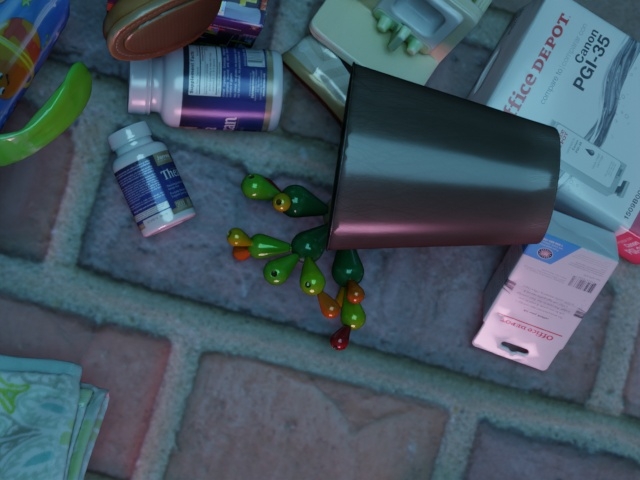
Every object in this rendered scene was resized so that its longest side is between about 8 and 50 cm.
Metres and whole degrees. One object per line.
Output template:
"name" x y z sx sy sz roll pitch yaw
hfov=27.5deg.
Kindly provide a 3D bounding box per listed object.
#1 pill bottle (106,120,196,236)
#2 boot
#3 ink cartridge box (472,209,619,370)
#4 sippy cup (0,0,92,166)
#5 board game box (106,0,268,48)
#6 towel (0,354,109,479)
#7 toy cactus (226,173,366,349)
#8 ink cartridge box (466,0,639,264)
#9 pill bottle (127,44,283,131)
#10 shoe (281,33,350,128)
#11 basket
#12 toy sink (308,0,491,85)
"pill bottle" -0.193 -0.070 1.467 0.067 0.067 0.120 -25 91 -11
"boot" -0.166 -0.327 1.334 0.220 0.109 0.283 45 69 7
"ink cartridge box" 0.256 0.056 1.516 0.104 0.060 0.180 20 125 -8
"sippy cup" -0.390 -0.216 1.374 0.305 0.240 0.224 40 69 -14
"board game box" -0.150 -0.257 1.450 0.170 0.141 0.048 11 84 -9
"towel" -0.420 0.245 1.295 0.374 0.090 0.320 5 45 -1
"toy cactus" 0.000 0.000 1.495 0.219 0.112 0.180 49 61 -1
"ink cartridge box" 0.321 -0.130 1.537 0.283 0.117 0.207 30 83 -7
"pill bottle" -0.131 -0.172 1.471 0.169 0.094 0.094 2 86 -9
"shoe" 0.045 -0.149 1.510 0.058 0.076 0.219 -42 92 -5
"basket" 0.131 -0.072 1.399 0.227 0.154 0.204 9 89 -1
"toy sink" 0.119 -0.302 1.480 0.153 0.131 0.234 37 67 -5
